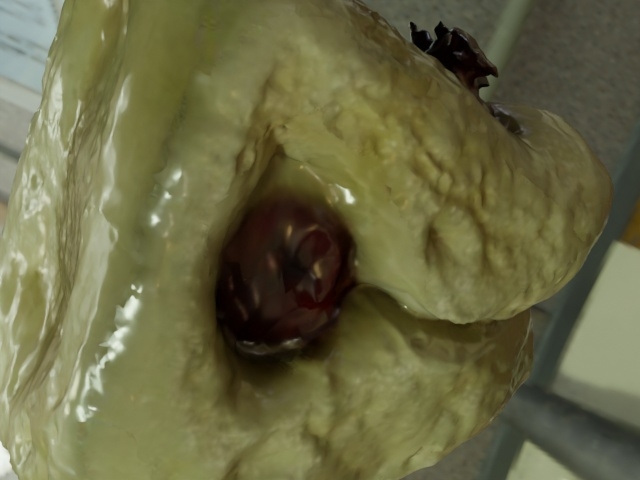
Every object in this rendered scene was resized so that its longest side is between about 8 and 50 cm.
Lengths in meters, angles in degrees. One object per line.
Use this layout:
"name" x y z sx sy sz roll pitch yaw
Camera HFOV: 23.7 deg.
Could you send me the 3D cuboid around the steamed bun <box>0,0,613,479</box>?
"steamed bun" 0.000 0.000 0.427 0.141 0.155 0.172 -129 53 -61
